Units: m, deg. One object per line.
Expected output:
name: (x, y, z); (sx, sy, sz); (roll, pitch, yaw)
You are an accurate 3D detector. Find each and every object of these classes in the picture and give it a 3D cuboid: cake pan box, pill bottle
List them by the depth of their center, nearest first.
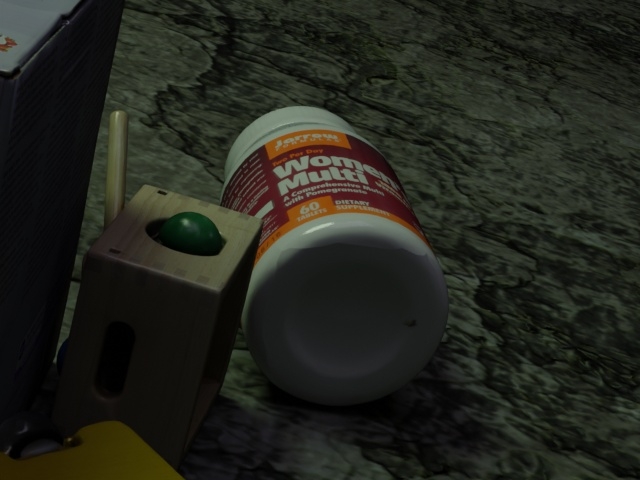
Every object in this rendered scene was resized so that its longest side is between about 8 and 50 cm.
cake pan box: (-0.159, -0.007, 0.828); (0.070, 0.245, 0.267); (16, 23, 0)
pill bottle: (0.000, 0.000, 1.083); (0.121, 0.121, 0.221); (10, 23, -14)

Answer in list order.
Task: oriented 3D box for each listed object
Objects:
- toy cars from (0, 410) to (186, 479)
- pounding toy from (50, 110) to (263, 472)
toy cars: (-0.147, 0.182, 0.601); (0.176, 0.087, 0.393); (16, 25, -1)
pounding toy: (-0.094, 0.024, 0.933); (0.100, 0.141, 0.130); (17, 22, 4)
